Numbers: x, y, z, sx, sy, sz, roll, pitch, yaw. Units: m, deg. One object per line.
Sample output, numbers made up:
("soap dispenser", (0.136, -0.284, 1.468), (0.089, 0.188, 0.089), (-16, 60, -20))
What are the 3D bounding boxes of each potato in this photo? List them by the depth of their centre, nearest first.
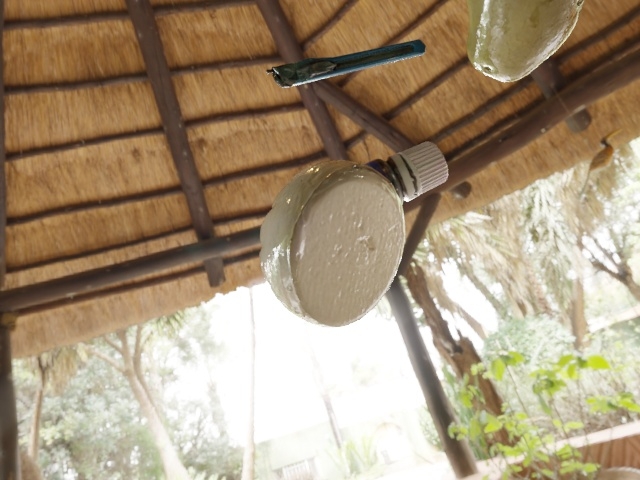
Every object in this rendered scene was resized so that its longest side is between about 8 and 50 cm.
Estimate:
("potato", (0.248, -0.304, 0.609), (0.157, 0.157, 0.193), (-2, -60, -36))

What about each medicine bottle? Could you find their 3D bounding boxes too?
("medicine bottle", (0.080, -0.073, 0.697), (0.203, 0.083, 0.083), (-25, -21, -8))

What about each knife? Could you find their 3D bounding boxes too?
("knife", (0.050, -0.325, 0.878), (0.297, 0.044, 0.026), (-15, -15, -5))

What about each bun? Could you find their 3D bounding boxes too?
("bun", (0.000, 0.000, 0.412), (0.138, 0.138, 0.094), (3, 6, -43))
